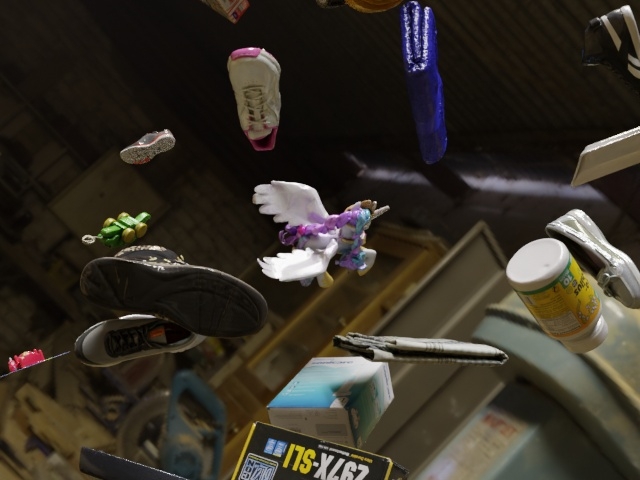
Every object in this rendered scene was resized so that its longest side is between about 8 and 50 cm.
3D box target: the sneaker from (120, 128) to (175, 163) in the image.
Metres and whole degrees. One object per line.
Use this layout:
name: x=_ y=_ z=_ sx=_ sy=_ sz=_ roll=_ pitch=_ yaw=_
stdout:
sneaker: x=-0.479 y=-0.263 z=2.339 sx=0.065 sy=0.158 sz=0.061 roll=-110 pitch=-179 yaw=-46

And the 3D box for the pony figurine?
pony figurine: x=0.000 y=0.000 z=2.289 sx=0.363 sy=0.351 sz=0.302 roll=93 pitch=-10 yaw=-63

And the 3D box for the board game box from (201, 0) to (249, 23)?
board game box: x=-0.220 y=-0.449 z=1.377 sx=0.193 sy=0.045 sz=0.147 roll=37 pitch=-3 yaw=17

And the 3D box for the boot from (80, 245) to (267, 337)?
boot: x=-0.303 y=0.100 z=1.811 sx=0.378 sy=0.138 sz=0.284 roll=10 pitch=5 yaw=-7

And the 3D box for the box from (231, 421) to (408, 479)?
box: x=-0.029 y=0.477 z=1.472 sx=0.322 sy=0.257 sz=0.079 roll=5 pitch=-26 yaw=41

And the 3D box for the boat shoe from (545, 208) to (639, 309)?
boat shoe: x=0.717 y=0.058 z=2.188 sx=0.320 sy=0.103 sz=0.118 roll=57 pitch=-15 yaw=27

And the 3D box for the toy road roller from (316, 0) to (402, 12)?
toy road roller: x=0.108 y=-0.669 z=1.851 sx=0.240 sy=0.203 sz=0.329 roll=-170 pitch=-109 yaw=-67

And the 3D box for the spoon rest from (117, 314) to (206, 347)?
spoon rest: x=-0.403 y=0.224 z=2.075 sx=0.137 sy=0.276 sz=0.084 roll=-51 pitch=-132 yaw=47

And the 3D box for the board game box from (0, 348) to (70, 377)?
board game box: x=-0.602 y=0.244 z=1.725 sx=0.033 sy=0.169 sz=0.133 roll=69 pitch=18 yaw=2

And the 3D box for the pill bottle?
pill bottle: x=0.433 y=0.106 z=1.518 sx=0.208 sy=0.117 sz=0.117 roll=50 pitch=-10 yaw=-26

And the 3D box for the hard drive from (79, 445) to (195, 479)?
hard drive: x=-0.340 y=0.469 z=1.637 sx=0.255 sy=0.054 sz=0.172 roll=18 pitch=-23 yaw=0

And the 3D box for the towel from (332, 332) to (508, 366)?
towel: x=0.216 y=0.243 z=1.946 sx=0.324 sy=0.056 sz=0.312 roll=4 pitch=-1 yaw=-17

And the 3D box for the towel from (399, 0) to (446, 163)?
towel: x=0.235 y=-0.346 z=1.859 sx=0.308 sy=0.076 sz=0.227 roll=66 pitch=18 yaw=-56

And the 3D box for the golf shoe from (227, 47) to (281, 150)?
golf shoe: x=-0.137 y=-0.310 z=1.878 sx=0.306 sy=0.115 sz=0.140 roll=74 pitch=10 yaw=-69

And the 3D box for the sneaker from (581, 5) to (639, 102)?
sneaker: x=0.603 y=-0.357 z=1.725 sx=0.216 sy=0.121 sz=0.079 roll=69 pitch=23 yaw=-10

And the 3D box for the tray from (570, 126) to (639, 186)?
tray: x=0.657 y=-0.200 z=1.779 sx=0.145 sy=0.270 sz=0.030 roll=75 pitch=-5 yaw=-64

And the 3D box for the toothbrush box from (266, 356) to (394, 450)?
toothbrush box: x=0.032 y=0.401 z=2.096 sx=0.295 sy=0.216 sz=0.126 roll=-40 pitch=122 yaw=-62

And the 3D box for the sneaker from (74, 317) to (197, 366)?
sneaker: x=-0.396 y=0.209 z=1.831 sx=0.108 sy=0.272 sz=0.100 roll=150 pitch=-71 yaw=-69

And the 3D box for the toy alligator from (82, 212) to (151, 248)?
toy alligator: x=-0.393 y=-0.007 z=1.616 sx=0.056 sy=0.051 sz=0.190 roll=27 pitch=28 yaw=18
